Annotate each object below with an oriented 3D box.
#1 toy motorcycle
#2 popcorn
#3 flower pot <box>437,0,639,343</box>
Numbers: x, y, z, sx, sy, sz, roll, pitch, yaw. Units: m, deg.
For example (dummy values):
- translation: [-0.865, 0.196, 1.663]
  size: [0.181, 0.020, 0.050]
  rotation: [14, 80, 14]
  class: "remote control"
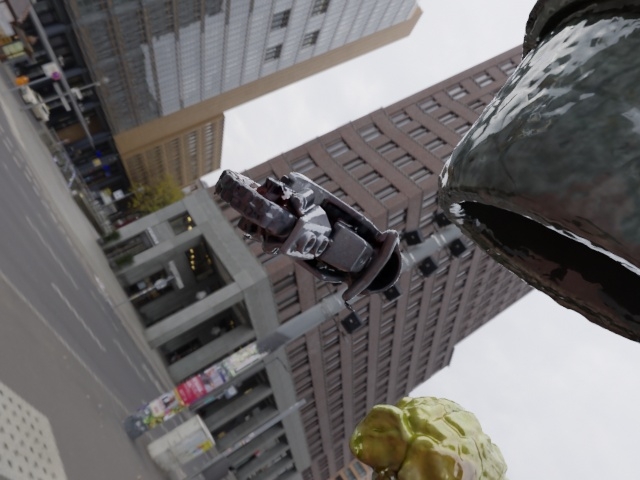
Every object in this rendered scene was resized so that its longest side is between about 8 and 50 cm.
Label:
- translation: [0.000, 0.000, 0.403]
  size: [0.122, 0.080, 0.215]
  rotation: [35, 7, 19]
  class: "toy motorcycle"
- translation: [0.148, 0.332, 0.670]
  size: [0.216, 0.235, 0.181]
  rotation: [29, -38, -28]
  class: "popcorn"
- translation: [0.277, -0.077, 0.366]
  size: [0.299, 0.283, 0.299]
  rotation: [35, -3, 2]
  class: "flower pot"
